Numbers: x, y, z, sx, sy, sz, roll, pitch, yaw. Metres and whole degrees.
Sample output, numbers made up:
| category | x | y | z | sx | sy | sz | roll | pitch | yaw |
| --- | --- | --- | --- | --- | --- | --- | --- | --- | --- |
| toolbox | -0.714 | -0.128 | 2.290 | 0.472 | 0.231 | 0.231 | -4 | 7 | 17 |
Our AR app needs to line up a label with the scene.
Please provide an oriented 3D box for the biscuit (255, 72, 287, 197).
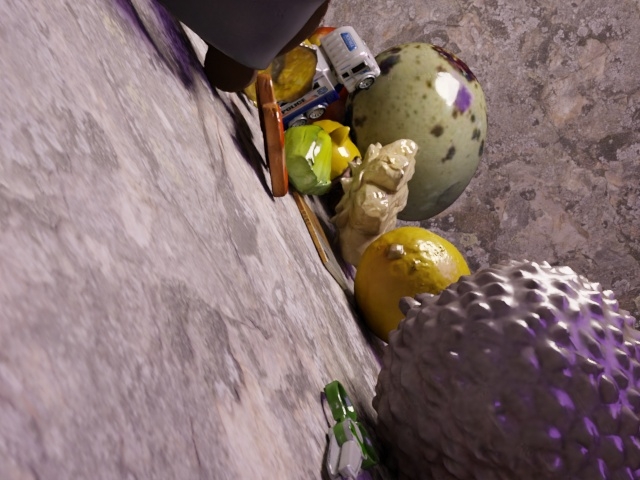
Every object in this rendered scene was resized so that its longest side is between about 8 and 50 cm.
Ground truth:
| category | x | y | z | sx | sy | sz | roll | pitch | yaw |
| --- | --- | --- | --- | --- | --- | --- | --- | --- | --- |
| biscuit | -0.078 | -0.187 | 1.310 | 0.250 | 0.036 | 0.166 | -106 | -169 | -58 |

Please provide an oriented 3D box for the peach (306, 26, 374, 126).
| category | x | y | z | sx | sy | sz | roll | pitch | yaw |
| --- | --- | --- | --- | --- | --- | --- | --- | --- | --- |
| peach | 0.025 | -0.395 | 2.153 | 0.308 | 0.307 | 0.332 | -105 | 170 | -64 |

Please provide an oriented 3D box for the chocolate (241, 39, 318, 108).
| category | x | y | z | sx | sy | sz | roll | pitch | yaw |
| --- | --- | --- | --- | --- | --- | --- | --- | --- | --- |
| chocolate | -0.166 | -0.461 | 1.575 | 0.445 | 0.162 | 0.162 | 59 | 5 | 26 |

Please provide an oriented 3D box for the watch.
| category | x | y | z | sx | sy | sz | roll | pitch | yaw |
| --- | --- | --- | --- | --- | --- | --- | --- | --- | --- |
| watch | -0.145 | -0.398 | 1.108 | 0.335 | 0.314 | 0.327 | 48 | 16 | 6 |

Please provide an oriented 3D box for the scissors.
| category | x | y | z | sx | sy | sz | roll | pitch | yaw |
| --- | --- | --- | --- | --- | --- | --- | --- | --- | --- |
| scissors | 0.026 | 0.201 | 0.803 | 0.101 | 0.027 | 0.204 | 61 | 5 | 2 |

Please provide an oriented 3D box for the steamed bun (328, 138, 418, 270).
| category | x | y | z | sx | sy | sz | roll | pitch | yaw |
| --- | --- | --- | --- | --- | --- | --- | --- | --- | --- |
| steamed bun | 0.099 | -0.076 | 1.719 | 0.137 | 0.292 | 0.295 | 22 | -18 | 9 |

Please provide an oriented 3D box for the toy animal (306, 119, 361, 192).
| category | x | y | z | sx | sy | sz | roll | pitch | yaw |
| --- | --- | --- | --- | --- | --- | --- | --- | --- | --- |
| toy animal | 0.011 | -0.198 | 1.815 | 0.156 | 0.156 | 0.230 | 60 | 3 | -13 |

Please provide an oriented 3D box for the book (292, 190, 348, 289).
| category | x | y | z | sx | sy | sz | roll | pitch | yaw |
| --- | --- | --- | --- | --- | --- | --- | --- | --- | --- |
| book | 0.000 | 0.000 | 1.503 | 0.172 | 0.012 | 0.118 | 66 | 7 | 33 |

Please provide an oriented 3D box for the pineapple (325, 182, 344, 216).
| category | x | y | z | sx | sy | sz | roll | pitch | yaw |
| --- | --- | --- | --- | --- | --- | --- | --- | --- | --- |
| pineapple | 0.047 | -0.126 | 2.040 | 0.083 | 0.103 | 0.221 | 3 | -52 | 60 |

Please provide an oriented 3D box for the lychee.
| category | x | y | z | sx | sy | sz | roll | pitch | yaw |
| --- | --- | --- | --- | --- | --- | --- | --- | --- | --- |
| lychee | 0.254 | 0.217 | 1.032 | 0.432 | 0.380 | 0.380 | 48 | -1 | 29 |

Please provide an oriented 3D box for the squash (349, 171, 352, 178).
| category | x | y | z | sx | sy | sz | roll | pitch | yaw |
| --- | --- | --- | --- | --- | --- | --- | --- | --- | --- |
| squash | 0.087 | -0.117 | 2.172 | 0.252 | 0.049 | 0.252 | 50 | -18 | 22 |

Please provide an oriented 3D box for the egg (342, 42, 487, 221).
| category | x | y | z | sx | sy | sz | roll | pitch | yaw |
| --- | --- | --- | --- | --- | --- | --- | --- | --- | --- |
| egg | 0.225 | -0.256 | 1.940 | 0.345 | 0.344 | 0.428 | -104 | -169 | -65 |

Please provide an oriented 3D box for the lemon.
| category | x | y | z | sx | sy | sz | roll | pitch | yaw |
| --- | --- | --- | --- | --- | --- | --- | --- | --- | --- |
| lemon | 0.179 | 0.096 | 1.551 | 0.263 | 0.236 | 0.236 | 23 | 34 | -45 |

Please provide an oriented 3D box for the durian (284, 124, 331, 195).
| category | x | y | z | sx | sy | sz | roll | pitch | yaw |
| --- | --- | --- | --- | --- | --- | --- | --- | --- | --- |
| durian | -0.029 | -0.155 | 1.571 | 0.250 | 0.101 | 0.139 | -66 | 156 | -83 |

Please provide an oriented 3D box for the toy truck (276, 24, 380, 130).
| category | x | y | z | sx | sy | sz | roll | pitch | yaw |
| --- | --- | --- | --- | --- | --- | --- | --- | --- | --- |
| toy truck | -0.016 | -0.361 | 1.766 | 0.124 | 0.268 | 0.155 | 64 | 9 | 22 |
